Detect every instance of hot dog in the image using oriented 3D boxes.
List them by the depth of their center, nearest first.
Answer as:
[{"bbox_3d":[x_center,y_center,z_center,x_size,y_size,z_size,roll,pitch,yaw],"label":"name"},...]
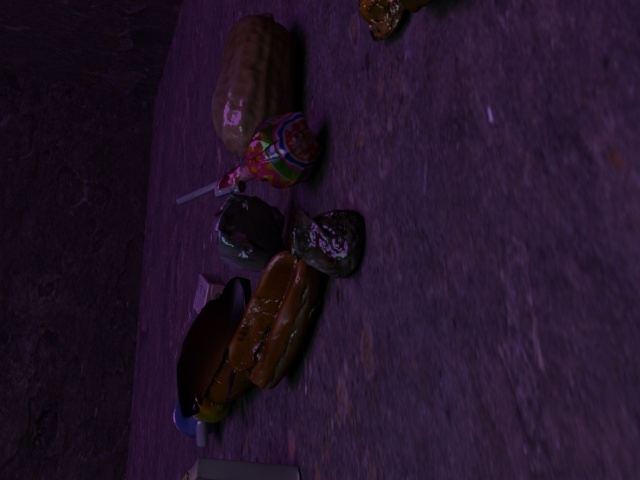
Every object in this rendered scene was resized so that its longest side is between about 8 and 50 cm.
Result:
[{"bbox_3d":[-0.064,0.120,1.121,0.109,0.072,0.269,37,116,21],"label":"hot dog"},{"bbox_3d":[-0.155,0.208,1.332,0.326,0.107,0.193,-40,54,49],"label":"hot dog"}]

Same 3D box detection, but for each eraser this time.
[{"bbox_3d":[-0.143,0.399,1.127,0.230,0.157,0.038,121,153,-47],"label":"eraser"}]

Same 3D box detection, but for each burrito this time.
[{"bbox_3d":[-0.121,-0.009,1.190,0.143,0.089,0.229,65,-172,4],"label":"burrito"}]

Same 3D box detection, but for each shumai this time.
[{"bbox_3d":[0.000,-0.001,1.011,0.124,0.087,0.098,172,107,-68],"label":"shumai"}]

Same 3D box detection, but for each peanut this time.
[{"bbox_3d":[-0.117,-0.300,1.371,0.174,0.159,0.339,69,-155,-67],"label":"peanut"}]

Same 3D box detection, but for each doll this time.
[{"bbox_3d":[-0.247,0.351,1.523,0.241,0.099,0.135,-47,17,55],"label":"doll"}]

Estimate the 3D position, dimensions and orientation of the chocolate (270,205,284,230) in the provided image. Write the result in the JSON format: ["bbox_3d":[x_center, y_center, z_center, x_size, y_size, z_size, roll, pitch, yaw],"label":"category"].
[{"bbox_3d":[-0.099,-0.028,1.375,0.101,0.031,0.064,-137,54,-65],"label":"chocolate"}]

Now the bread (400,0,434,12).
[{"bbox_3d":[0.109,-0.393,0.798,0.270,0.148,0.269,-175,90,-68],"label":"bread"}]

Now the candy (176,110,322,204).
[{"bbox_3d":[-0.146,-0.117,1.272,0.366,0.124,0.124,-17,64,43],"label":"candy"}]

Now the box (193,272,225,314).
[{"bbox_3d":[-0.266,0.134,1.740,0.125,0.043,0.089,-149,70,-68],"label":"box"}]

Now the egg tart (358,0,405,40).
[{"bbox_3d":[0.087,-0.333,0.968,0.130,0.052,0.130,-168,90,-70],"label":"egg tart"}]
